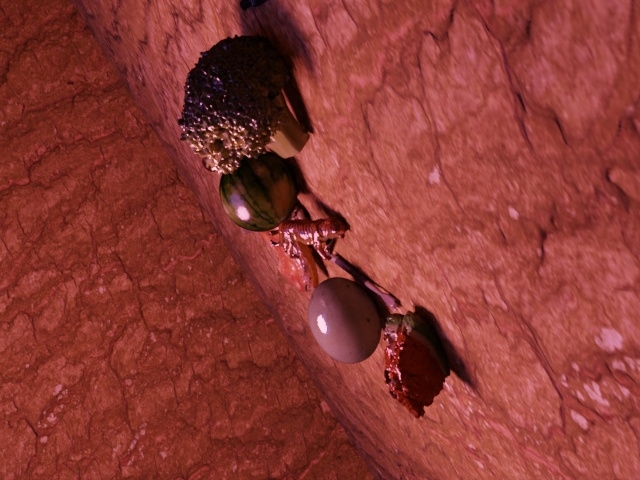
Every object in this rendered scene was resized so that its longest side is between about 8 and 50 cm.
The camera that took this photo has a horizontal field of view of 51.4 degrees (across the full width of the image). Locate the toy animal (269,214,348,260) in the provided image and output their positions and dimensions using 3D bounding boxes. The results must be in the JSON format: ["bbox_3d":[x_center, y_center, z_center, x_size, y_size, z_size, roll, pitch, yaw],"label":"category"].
[{"bbox_3d":[-0.029,-0.009,1.523,0.241,0.057,0.099,3,116,38],"label":"toy animal"}]

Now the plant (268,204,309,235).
[{"bbox_3d":[-0.086,-0.036,1.709,0.104,0.122,0.116,39,154,20],"label":"plant"}]

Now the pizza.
[{"bbox_3d":[-0.085,0.008,1.865,0.161,0.086,0.305,-13,108,58],"label":"pizza"}]

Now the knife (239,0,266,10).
[{"bbox_3d":[-0.109,-0.413,1.138,0.023,0.010,0.170,62,164,-20],"label":"knife"}]

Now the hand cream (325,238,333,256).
[{"bbox_3d":[0.000,0.000,1.633,0.087,0.054,0.186,42,172,4],"label":"hand cream"}]

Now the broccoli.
[{"bbox_3d":[-0.155,-0.249,1.243,0.259,0.236,0.288,73,-165,-46],"label":"broccoli"}]

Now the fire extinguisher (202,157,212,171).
[{"bbox_3d":[-0.342,-0.291,2.130,0.231,0.071,0.099,144,120,-76],"label":"fire extinguisher"}]

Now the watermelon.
[{"bbox_3d":[-0.153,-0.127,1.574,0.214,0.188,0.188,56,167,7],"label":"watermelon"}]

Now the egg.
[{"bbox_3d":[0.058,0.192,1.605,0.169,0.169,0.236,33,149,60],"label":"egg"}]

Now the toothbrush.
[{"bbox_3d":[0.099,0.091,1.551,0.026,0.024,0.288,49,173,-36],"label":"toothbrush"}]

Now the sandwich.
[{"bbox_3d":[0.176,0.247,1.357,0.109,0.160,0.184,8,141,47],"label":"sandwich"}]

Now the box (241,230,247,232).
[{"bbox_3d":[-0.226,-0.136,1.884,0.365,0.051,0.204,128,129,-83],"label":"box"}]
